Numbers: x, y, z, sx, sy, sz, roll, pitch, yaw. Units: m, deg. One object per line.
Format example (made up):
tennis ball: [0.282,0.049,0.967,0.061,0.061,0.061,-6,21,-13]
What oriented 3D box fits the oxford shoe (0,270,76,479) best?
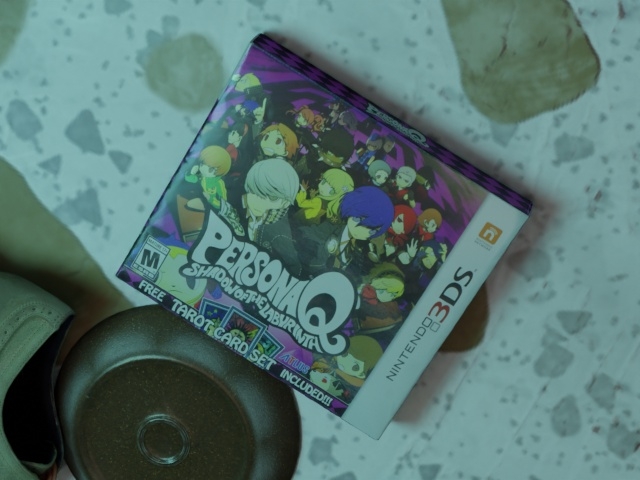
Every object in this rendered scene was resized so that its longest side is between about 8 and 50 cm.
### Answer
oxford shoe: [-0.270,0.187,1.313,0.130,0.123,0.348,18,111,13]

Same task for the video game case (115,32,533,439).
video game case: [0.000,0.000,1.243,0.232,0.042,0.210,33,110,0]

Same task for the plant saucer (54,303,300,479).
plant saucer: [-0.116,0.147,1.321,0.199,0.036,0.198,4,109,11]
